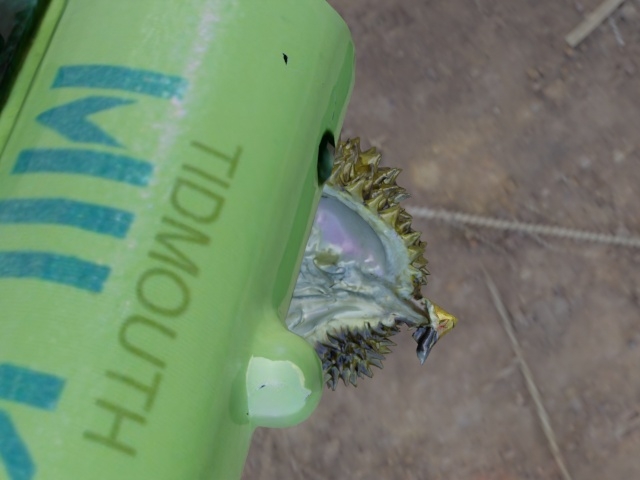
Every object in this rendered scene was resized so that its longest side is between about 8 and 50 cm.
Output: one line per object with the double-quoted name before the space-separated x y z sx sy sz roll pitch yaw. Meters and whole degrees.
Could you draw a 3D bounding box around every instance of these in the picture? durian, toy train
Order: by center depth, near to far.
"toy train" -0.076 0.023 0.411 0.157 0.253 0.105 7 144 12
"durian" 0.000 0.000 1.101 0.138 0.237 0.193 -37 141 -44
